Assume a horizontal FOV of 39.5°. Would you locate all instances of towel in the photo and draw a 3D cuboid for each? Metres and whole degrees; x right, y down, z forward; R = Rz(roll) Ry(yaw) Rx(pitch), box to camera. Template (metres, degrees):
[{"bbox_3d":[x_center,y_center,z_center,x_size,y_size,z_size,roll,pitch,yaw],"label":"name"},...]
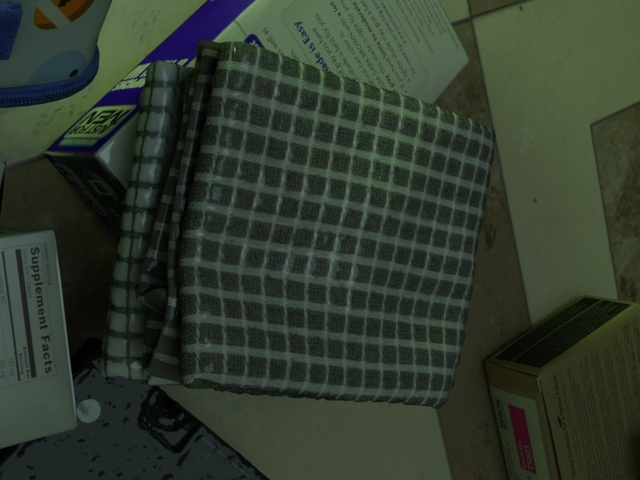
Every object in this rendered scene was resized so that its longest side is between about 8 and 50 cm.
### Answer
[{"bbox_3d":[0.000,0.000,0.647,0.283,0.121,0.235,11,89,-39],"label":"towel"}]

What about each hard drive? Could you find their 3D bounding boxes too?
[{"bbox_3d":[-0.191,0.275,0.660,0.237,0.064,0.339,44,72,-18],"label":"hard drive"}]

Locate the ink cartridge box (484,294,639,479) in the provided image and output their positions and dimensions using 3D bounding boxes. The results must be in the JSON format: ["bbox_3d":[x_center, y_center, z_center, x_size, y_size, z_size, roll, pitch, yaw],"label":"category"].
[{"bbox_3d":[0.303,0.209,1.044,0.193,0.088,0.235,-24,110,-31],"label":"ink cartridge box"}]

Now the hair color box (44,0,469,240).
[{"bbox_3d":[-0.037,-0.116,0.746,0.339,0.110,0.185,-50,123,-24],"label":"hair color box"}]

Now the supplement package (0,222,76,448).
[{"bbox_3d":[-0.295,0.070,0.550,0.244,0.139,0.134,-9,99,-35],"label":"supplement package"}]

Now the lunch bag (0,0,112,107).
[{"bbox_3d":[-0.248,-0.152,0.382,0.303,0.115,0.243,-10,58,-38],"label":"lunch bag"}]

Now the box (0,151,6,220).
[{"bbox_3d":[-0.321,-0.061,0.433,0.231,0.127,0.262,-20,62,-38],"label":"box"}]
